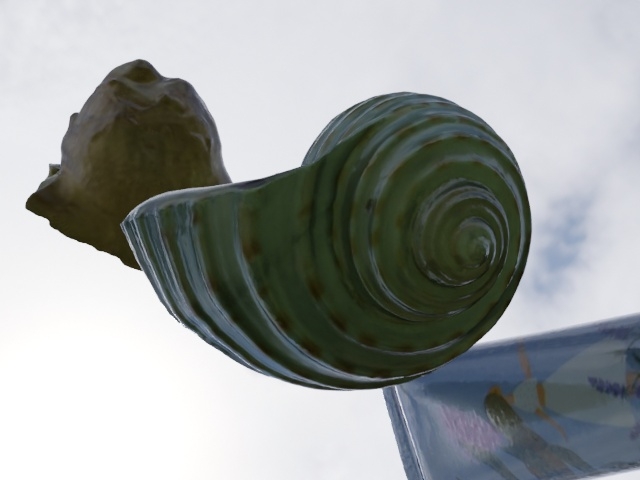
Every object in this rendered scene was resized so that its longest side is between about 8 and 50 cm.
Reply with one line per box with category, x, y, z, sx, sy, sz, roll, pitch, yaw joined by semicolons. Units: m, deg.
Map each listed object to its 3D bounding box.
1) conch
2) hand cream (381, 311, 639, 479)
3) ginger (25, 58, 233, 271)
conch;0.002;0.006;0.496;0.135;0.153;0.102;-2;-106;-34
hand cream;0.108;0.070;0.571;0.055;0.256;0.088;-17;-93;-35
ginger;-0.090;-0.041;0.950;0.193;0.115;0.122;26;-81;-13
